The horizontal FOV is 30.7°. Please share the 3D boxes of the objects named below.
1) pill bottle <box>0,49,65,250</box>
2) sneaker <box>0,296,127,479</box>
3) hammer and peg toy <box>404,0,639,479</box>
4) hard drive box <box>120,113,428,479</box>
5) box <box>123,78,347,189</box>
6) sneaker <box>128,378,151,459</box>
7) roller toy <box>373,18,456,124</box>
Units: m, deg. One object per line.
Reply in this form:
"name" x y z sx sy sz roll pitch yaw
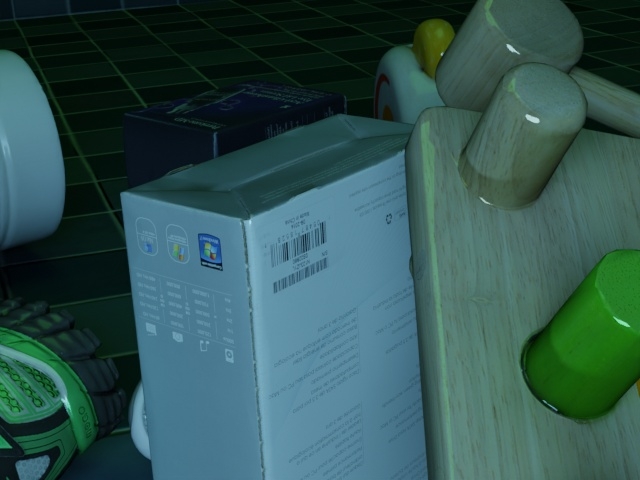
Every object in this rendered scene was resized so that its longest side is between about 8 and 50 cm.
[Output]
"pill bottle" -0.444 -0.046 1.031 0.392 0.224 0.224 -17 24 -32
"sneaker" -0.306 0.098 0.747 0.343 0.134 0.146 3 28 25
"hammer and peg toy" 0.167 0.021 0.480 0.265 0.127 0.361 9 52 -11
"hard drive box" -0.006 0.065 0.648 0.089 0.232 0.181 12 24 37
"box" -0.091 -0.101 1.300 0.153 0.108 0.207 15 26 39
"sneaker" -0.042 0.085 0.847 0.115 0.105 0.281 -30 2 42
"roller toy" 0.125 -0.099 1.136 0.146 0.191 0.209 -7 -13 -7
